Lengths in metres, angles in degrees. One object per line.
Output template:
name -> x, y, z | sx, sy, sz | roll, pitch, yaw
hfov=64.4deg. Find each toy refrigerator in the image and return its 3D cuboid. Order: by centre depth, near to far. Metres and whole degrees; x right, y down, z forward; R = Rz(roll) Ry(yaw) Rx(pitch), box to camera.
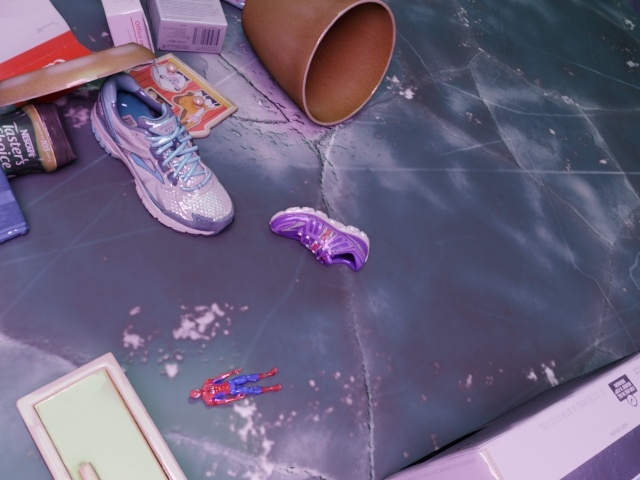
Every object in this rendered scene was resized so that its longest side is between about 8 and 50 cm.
toy refrigerator -> -0.199, 0.261, 0.523 | 0.102, 0.094, 0.270 | -26, 71, -35

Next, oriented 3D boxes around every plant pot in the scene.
plant pot -> -0.353, -0.241, 0.725 | 0.236, 0.033, 0.236 | -14, 25, 7
plant pot -> -0.030, -0.387, 0.973 | 0.237, 0.237, 0.254 | -30, 59, -36

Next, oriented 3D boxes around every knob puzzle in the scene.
knob puzzle -> -0.266, -0.247, 0.881 | 0.213, 0.030, 0.213 | 11, 55, -16

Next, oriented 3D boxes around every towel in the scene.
towel -> -0.422, -0.053, 0.637 | 0.067, 0.120, 0.029 | -28, 31, -33

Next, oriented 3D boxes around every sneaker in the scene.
sneaker -> -0.233, -0.126, 0.747 | 0.283, 0.122, 0.110 | 44, 53, 3
sneaker -> 0.000, 0.000, 0.805 | 0.169, 0.068, 0.071 | 19, 58, -11

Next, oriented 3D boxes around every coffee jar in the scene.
coffee jar -> -0.434, -0.124, 0.683 | 0.184, 0.079, 0.096 | -26, 106, -34

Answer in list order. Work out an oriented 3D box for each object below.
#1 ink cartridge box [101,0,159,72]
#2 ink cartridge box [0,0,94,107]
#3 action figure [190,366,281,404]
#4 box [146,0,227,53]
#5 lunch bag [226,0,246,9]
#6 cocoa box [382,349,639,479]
ink cartridge box -> -0.336, -0.378, 0.878 | 0.060, 0.104, 0.180 | -17, 60, -15
ink cartridge box -> -0.494, -0.328, 0.824 | 0.232, 0.066, 0.189 | 32, 51, 5
action figure -> -0.109, 0.188, 0.654 | 0.115, 0.030, 0.038 | -5, 65, -24
box -> -0.261, -0.438, 0.985 | 0.126, 0.072, 0.137 | -6, 61, -26
lunch bag -> -0.203, -0.633, 1.121 | 0.279, 0.108, 0.224 | 24, 49, -7
cocoa box -> 0.301, 0.314, 0.611 | 0.346, 0.231, 0.228 | -13, 65, -29
